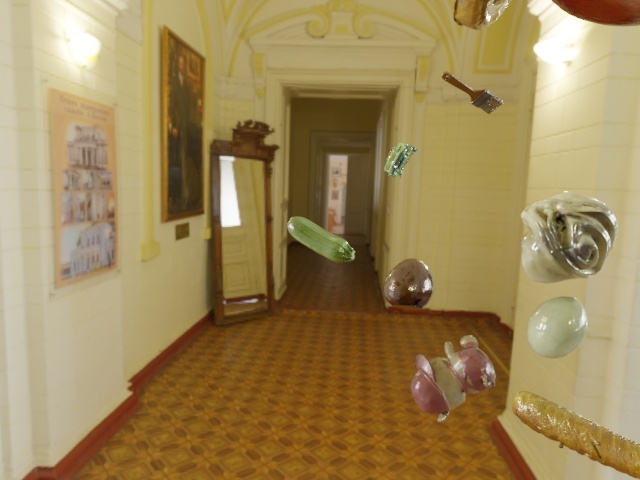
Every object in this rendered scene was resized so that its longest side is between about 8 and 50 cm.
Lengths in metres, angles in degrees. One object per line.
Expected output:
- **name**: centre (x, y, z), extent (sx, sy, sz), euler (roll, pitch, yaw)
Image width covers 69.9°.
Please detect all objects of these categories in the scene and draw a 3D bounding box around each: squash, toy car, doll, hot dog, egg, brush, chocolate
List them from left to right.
- **squash**: centre (0.000, 0.000, 1.286), extent (0.219, 0.077, 0.068), euler (28, 44, 20)
- **toy car**: centre (0.204, -0.214, 1.203), extent (0.058, 0.093, 0.186), euler (31, 18, 10)
- **chocolate**: centre (0.283, 0.138, 1.468), extent (0.177, 0.176, 0.177), euler (2, 7, 0)
- **doll**: centre (0.390, 0.412, 1.382), extent (0.256, 0.196, 0.152), euler (-31, -31, 9)
- **brush**: centre (0.315, -0.313, 0.959), extent (0.170, 0.014, 0.043), euler (18, -38, -29)
- **egg**: centre (0.870, 0.318, 1.685), extent (0.187, 0.253, 0.186), euler (21, 22, -9)
- **hot dog**: centre (0.544, 0.405, 0.964), extent (0.061, 0.087, 0.286), euler (-10, 15, -43)

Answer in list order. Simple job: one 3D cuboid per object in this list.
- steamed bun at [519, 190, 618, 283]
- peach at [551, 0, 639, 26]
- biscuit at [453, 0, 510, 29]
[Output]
- **steamed bun**: centre (0.928, -0.009, 1.717), extent (0.353, 0.338, 0.247), euler (-14, 2, 9)
- **peach**: centre (0.463, -0.479, 0.668), extent (0.333, 0.307, 0.308), euler (0, 6, 17)
- **biscuit**: centre (0.432, -0.652, 1.093), extent (0.102, 0.296, 0.296), euler (35, 19, 19)
